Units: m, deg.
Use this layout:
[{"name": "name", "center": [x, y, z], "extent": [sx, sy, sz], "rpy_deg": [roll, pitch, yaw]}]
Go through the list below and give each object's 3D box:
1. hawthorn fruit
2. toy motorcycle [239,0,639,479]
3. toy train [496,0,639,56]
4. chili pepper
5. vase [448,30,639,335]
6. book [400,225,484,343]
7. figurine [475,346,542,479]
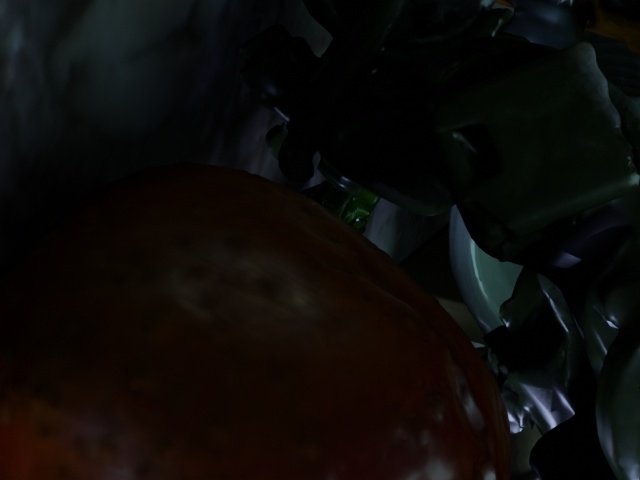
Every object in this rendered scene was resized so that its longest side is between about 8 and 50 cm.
[{"name": "hawthorn fruit", "center": [-0.015, 0.079, 0.509], "extent": [0.179, 0.200, 0.179], "rpy_deg": [-46, 151, -35]}, {"name": "toy motorcycle", "center": [0.073, -0.004, 0.592], "extent": [0.127, 0.275, 0.205], "rpy_deg": [-33, -170, 2]}, {"name": "toy train", "center": [0.149, -0.230, 0.751], "extent": [0.231, 0.163, 0.369], "rpy_deg": [33, 76, -83]}, {"name": "chili pepper", "center": [0.000, -0.008, 0.732], "extent": [0.055, 0.035, 0.118], "rpy_deg": [-67, 174, 26]}, {"name": "vase", "center": [0.150, -0.040, 0.885], "extent": [0.299, 0.143, 0.143], "rpy_deg": [-61, 164, -71]}, {"name": "book", "center": [0.149, 0.015, 0.955], "extent": [0.231, 0.161, 0.026], "rpy_deg": [-35, 135, -59]}, {"name": "figurine", "center": [0.089, 0.168, 0.837], "extent": [0.380, 0.248, 0.203], "rpy_deg": [25, 46, -68]}]
